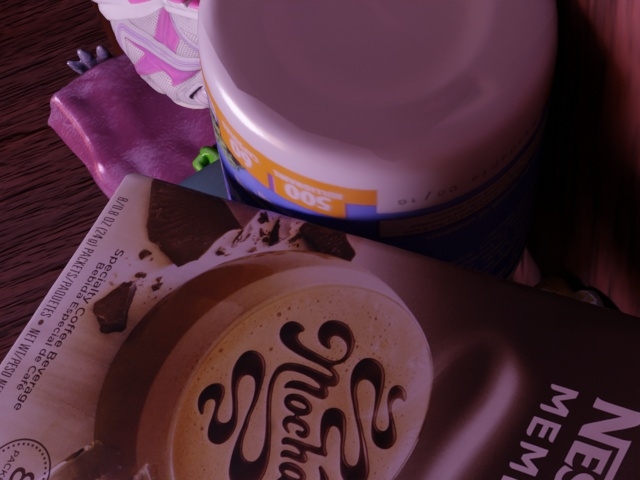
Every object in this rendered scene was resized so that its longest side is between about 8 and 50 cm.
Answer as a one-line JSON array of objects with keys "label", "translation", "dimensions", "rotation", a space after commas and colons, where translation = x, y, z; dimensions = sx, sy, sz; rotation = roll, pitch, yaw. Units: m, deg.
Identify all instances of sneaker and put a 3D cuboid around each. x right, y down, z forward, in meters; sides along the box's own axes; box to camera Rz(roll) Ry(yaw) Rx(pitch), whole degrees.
[{"label": "sneaker", "translation": [-0.069, -0.151, 1.230], "dimensions": [0.252, 0.103, 0.111], "rotation": [17, 138, 61]}, {"label": "sneaker", "translation": [0.129, 0.044, 0.869], "dimensions": [0.037, 0.032, 0.083], "rotation": [55, -179, -17]}]

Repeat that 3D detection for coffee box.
[{"label": "coffee box", "translation": [0.013, 0.097, 0.712], "dimensions": [0.297, 0.168, 0.119], "rotation": [16, 154, 33]}]

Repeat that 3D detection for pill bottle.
[{"label": "pill bottle", "translation": [0.029, -0.039, 0.834], "dimensions": [0.272, 0.152, 0.152], "rotation": [84, 161, -65]}]

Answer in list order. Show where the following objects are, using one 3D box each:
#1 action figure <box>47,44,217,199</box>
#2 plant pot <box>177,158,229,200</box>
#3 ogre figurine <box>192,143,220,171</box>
[{"label": "action figure", "translation": [-0.118, -0.003, 1.621], "dimensions": [0.276, 0.248, 0.370], "rotation": [85, 164, -70]}, {"label": "plant pot", "translation": [-0.017, 0.049, 1.133], "dimensions": [0.290, 0.290, 0.195], "rotation": [79, -158, -58]}, {"label": "ogre figurine", "translation": [0.000, 0.000, 1.332], "dimensions": [0.197, 0.097, 0.118], "rotation": [61, 163, -22]}]
